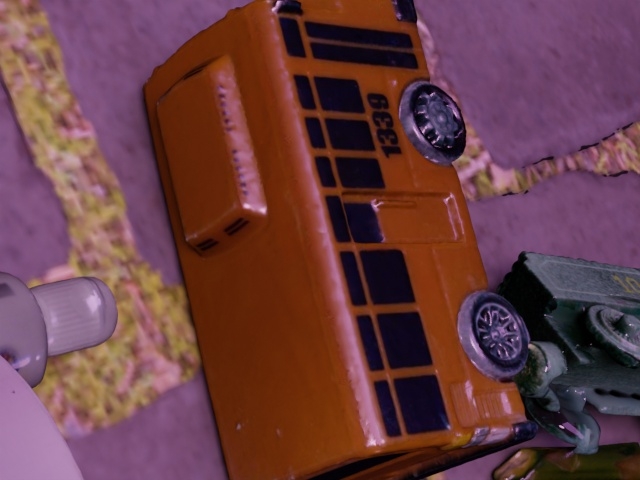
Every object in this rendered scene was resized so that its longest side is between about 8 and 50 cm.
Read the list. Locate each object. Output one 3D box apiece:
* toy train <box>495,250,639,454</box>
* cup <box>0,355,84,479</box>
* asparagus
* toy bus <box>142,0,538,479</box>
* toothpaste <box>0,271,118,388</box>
[{"bbox_3d":[0.147,0.052,0.768,0.172,0.070,0.099,8,33,-39],"label":"toy train"},{"bbox_3d":[-0.155,0.122,0.444,0.142,0.173,0.134,-18,50,-40],"label":"cup"},{"bbox_3d":[0.120,0.107,0.753,0.108,0.025,0.021,4,76,-41],"label":"asparagus"},{"bbox_3d":[0.000,0.000,0.651,0.114,0.098,0.201,-1,70,-42],"label":"toy bus"},{"bbox_3d":[-0.172,0.049,0.516,0.255,0.037,0.067,-14,87,-42],"label":"toothpaste"}]
